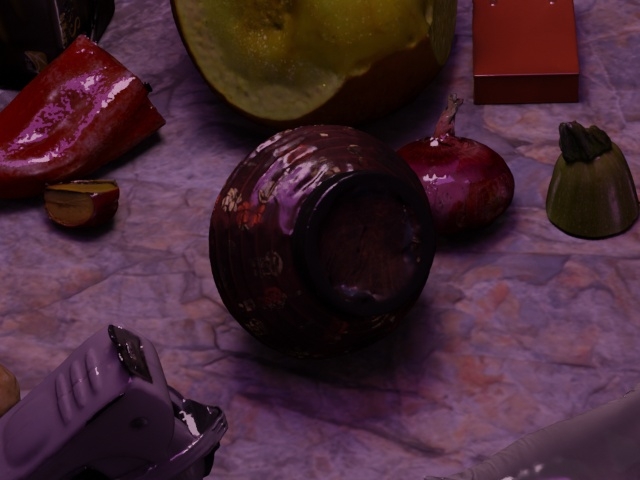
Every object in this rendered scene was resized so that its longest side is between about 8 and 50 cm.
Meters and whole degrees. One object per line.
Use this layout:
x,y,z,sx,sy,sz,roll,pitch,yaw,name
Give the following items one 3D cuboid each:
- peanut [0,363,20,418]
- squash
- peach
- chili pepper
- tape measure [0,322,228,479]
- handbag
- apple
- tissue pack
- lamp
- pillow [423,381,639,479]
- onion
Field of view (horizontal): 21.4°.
-0.363,0.208,1.589,0.117,0.101,0.263,24,42,-5,peanut
0.291,-0.084,1.812,0.105,0.132,0.105,-5,43,4,squash
-0.266,-0.040,1.883,0.083,0.050,0.077,-3,18,-11,peach
-0.305,-0.117,1.950,0.144,0.136,0.252,49,67,-8,chili pepper
-0.195,0.196,1.505,0.236,0.197,0.120,-40,44,17,tape measure
0.247,-0.244,2.052,0.127,0.062,0.190,-2,46,5,handbag
-0.005,-0.324,1.958,0.374,0.374,0.384,-15,42,-10,apple
-0.382,-0.388,2.045,0.198,0.370,0.210,9,44,14,tissue pack
0.000,0.000,1.692,0.247,0.247,0.247,-3,42,3,lamp
0.232,0.226,1.520,0.254,0.078,0.144,-22,54,-17,pillow
0.140,-0.089,1.830,0.150,0.140,0.150,6,29,-3,onion
